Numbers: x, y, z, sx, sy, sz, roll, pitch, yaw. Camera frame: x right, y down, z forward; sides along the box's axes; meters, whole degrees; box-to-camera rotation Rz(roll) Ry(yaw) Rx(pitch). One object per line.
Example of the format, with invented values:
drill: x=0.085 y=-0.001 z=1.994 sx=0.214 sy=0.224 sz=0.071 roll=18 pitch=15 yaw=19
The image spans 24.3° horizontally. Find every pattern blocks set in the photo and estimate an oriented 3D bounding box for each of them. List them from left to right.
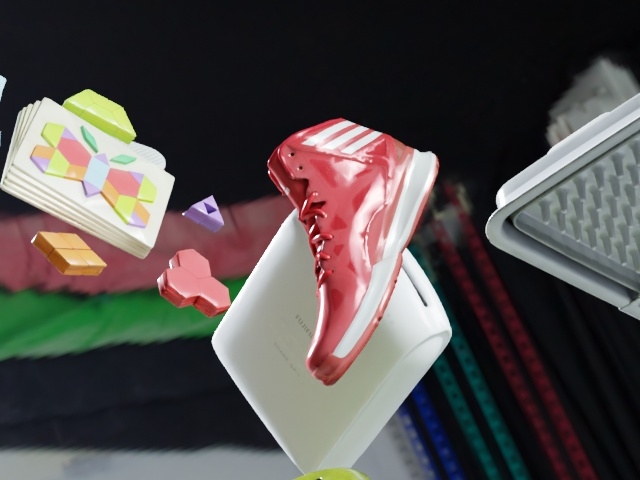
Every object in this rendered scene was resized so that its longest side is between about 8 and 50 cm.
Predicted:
pattern blocks set: x=-0.239 y=-0.064 z=1.553 sx=0.325 sy=0.285 sz=0.026 roll=22 pitch=-54 yaw=-28

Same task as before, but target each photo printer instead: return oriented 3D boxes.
photo printer: x=0.015 y=0.109 z=1.817 sx=0.107 sy=0.256 sz=0.307 roll=-13 pitch=-33 yaw=-44

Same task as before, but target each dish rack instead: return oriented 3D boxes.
dish rack: x=0.360 y=-0.041 z=1.508 sx=0.333 sy=0.072 sz=0.285 roll=24 pitch=-43 yaw=-34

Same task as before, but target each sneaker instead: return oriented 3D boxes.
sneaker: x=-0.258 y=-0.094 z=1.761 sx=0.134 sy=0.051 sz=0.070 roll=24 pitch=-51 yaw=-22
sneaker: x=0.000 y=0.000 z=1.164 sx=0.128 sy=0.221 sz=0.087 roll=26 pitch=-34 yaw=-4

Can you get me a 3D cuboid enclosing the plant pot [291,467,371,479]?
plant pot: x=0.039 y=0.404 z=1.298 sx=0.366 sy=0.353 sz=0.366 roll=-34 pitch=14 yaw=10
